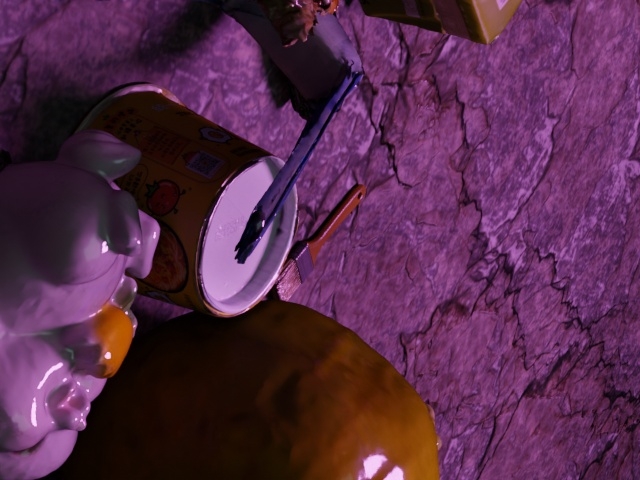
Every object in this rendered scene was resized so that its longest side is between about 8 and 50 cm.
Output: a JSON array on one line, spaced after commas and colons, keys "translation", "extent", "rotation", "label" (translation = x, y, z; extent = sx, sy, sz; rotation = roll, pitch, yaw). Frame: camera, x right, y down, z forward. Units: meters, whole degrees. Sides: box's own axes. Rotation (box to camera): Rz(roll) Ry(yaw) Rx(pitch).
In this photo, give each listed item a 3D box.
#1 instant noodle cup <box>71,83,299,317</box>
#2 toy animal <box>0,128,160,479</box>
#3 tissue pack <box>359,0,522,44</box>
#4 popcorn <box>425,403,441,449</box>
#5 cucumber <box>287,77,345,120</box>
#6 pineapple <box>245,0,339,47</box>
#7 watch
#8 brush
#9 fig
[{"translation": [-0.111, -0.024, 1.296], "extent": [0.182, 0.144, 0.182], "rotation": [-36, 137, -43], "label": "instant noodle cup"}, {"translation": [-0.227, 0.079, 1.178], "extent": [0.325, 0.154, 0.208], "rotation": [-62, 179, 33], "label": "toy animal"}, {"translation": [0.102, -0.344, 1.416], "extent": [0.200, 0.167, 0.275], "rotation": [-59, 147, -17], "label": "tissue pack"}, {"translation": [0.027, 0.260, 1.654], "extent": [0.255, 0.195, 0.256], "rotation": [-38, 139, -38], "label": "popcorn"}, {"translation": [-0.016, -0.192, 1.435], "extent": [0.058, 0.058, 0.187], "rotation": [-46, 143, -33], "label": "cucumber"}, {"translation": [-0.012, -0.248, 1.218], "extent": [0.250, 0.140, 0.164], "rotation": [36, 34, -38], "label": "pineapple"}, {"translation": [-0.050, -0.122, 1.234], "extent": [0.068, 0.276, 0.274], "rotation": [-44, 164, 29], "label": "watch"}, {"translation": [0.000, 0.000, 1.625], "extent": [0.170, 0.014, 0.043], "rotation": [-50, 147, -30], "label": "brush"}, {"translation": [-0.048, 0.204, 1.376], "extent": [0.343, 0.343, 0.343], "rotation": [-37, 138, -43], "label": "fig"}]
